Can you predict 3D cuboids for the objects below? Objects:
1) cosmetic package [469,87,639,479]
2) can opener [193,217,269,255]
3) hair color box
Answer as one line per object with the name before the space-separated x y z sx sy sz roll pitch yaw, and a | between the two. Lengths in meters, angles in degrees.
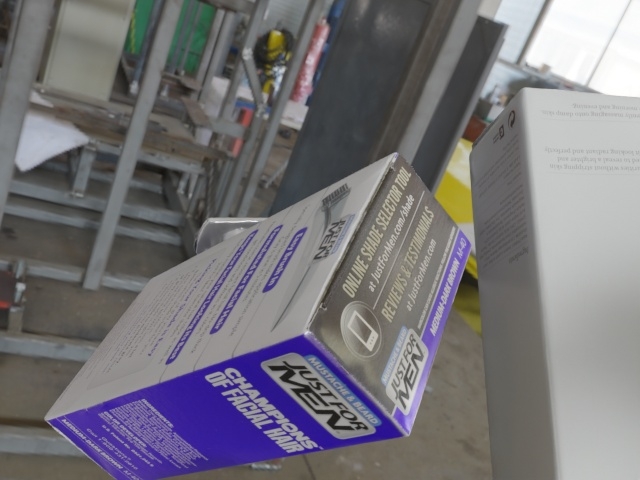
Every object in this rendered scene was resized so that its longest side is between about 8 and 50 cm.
cosmetic package | 0.273 0.065 0.667 0.217 0.385 0.156 4 -16 -7
can opener | 0.000 0.000 0.796 0.283 0.076 0.095 -1 27 -10
hair color box | -0.060 0.079 0.572 0.110 0.338 0.185 47 44 -18
